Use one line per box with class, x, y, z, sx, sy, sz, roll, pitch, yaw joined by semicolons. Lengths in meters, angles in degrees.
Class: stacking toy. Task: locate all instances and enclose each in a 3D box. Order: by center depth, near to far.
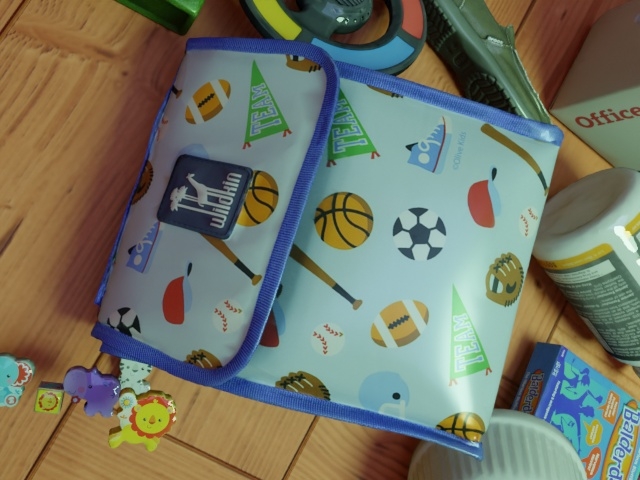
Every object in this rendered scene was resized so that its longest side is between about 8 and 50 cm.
stacking toy;-0.248;0.127;0.570;0.221;0.167;0.052;11;90;-18

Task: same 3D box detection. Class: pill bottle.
pill bottle;0.403;0.058;0.809;0.162;0.162;0.278;-44;104;-15

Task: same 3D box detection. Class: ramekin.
ramekin;0.201;0.305;0.709;0.207;0.109;0.207;2;110;7

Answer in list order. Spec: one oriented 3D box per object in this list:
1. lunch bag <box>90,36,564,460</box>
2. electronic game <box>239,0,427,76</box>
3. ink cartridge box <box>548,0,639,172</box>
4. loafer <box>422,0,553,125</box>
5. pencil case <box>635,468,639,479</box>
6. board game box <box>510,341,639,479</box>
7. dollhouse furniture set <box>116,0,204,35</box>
lunch bag;0.000;0.000;0.636;0.385;0.239;0.328;18;83;-3
electronic game;0.016;-0.271;0.700;0.229;0.048;0.229;10;62;-19
ink cartridge box;0.541;-0.140;0.795;0.394;0.285;0.166;34;79;-15
loafer;0.217;-0.223;0.782;0.087;0.094;0.251;-39;101;-12
pencil case;0.522;0.312;0.880;0.209;0.098;0.095;-23;97;-18
board game box;0.337;0.253;0.826;0.210;0.047;0.160;34;73;-22
dollhouse furniture set;-0.125;-0.335;0.551;0.151;0.301;0.198;26;83;-20
